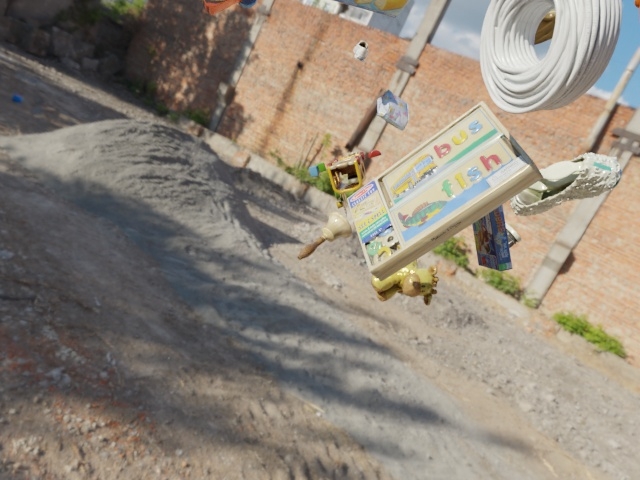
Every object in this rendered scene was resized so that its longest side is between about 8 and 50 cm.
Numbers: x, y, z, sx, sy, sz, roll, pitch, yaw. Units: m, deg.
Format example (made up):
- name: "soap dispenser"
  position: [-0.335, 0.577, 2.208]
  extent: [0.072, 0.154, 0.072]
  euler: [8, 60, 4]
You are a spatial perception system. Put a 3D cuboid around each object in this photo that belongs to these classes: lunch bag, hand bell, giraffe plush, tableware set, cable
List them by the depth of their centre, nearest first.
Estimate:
- name: "cable"
  position: [0.372, -0.347, 0.824]
  extent: [0.089, 0.257, 0.257]
  euler: [-6, 59, -20]
- name: "lunch bag"
  position: [0.175, -0.311, 1.187]
  extent: [0.071, 0.053, 0.083]
  euler: [25, 48, -28]
- name: "tableware set"
  position: [0.059, -0.146, 1.553]
  extent: [0.024, 0.104, 0.154]
  euler: [-15, 30, 11]
- name: "giraffe plush"
  position: [0.291, 0.128, 1.576]
  extent: [0.170, 0.210, 0.181]
  euler: [37, -23, 48]
- name: "hand bell"
  position: [0.000, 0.000, 1.949]
  extent: [0.126, 0.126, 0.242]
  euler: [32, 55, 32]

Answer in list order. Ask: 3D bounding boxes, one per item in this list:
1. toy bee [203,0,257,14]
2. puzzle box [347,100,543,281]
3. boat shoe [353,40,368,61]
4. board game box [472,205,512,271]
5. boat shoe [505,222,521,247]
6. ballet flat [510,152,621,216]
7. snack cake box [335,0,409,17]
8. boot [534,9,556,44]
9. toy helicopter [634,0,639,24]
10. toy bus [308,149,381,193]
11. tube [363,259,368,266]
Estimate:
- name: "toy bee"
  position: [-0.230, -0.796, 1.479]
  extent: [0.298, 0.162, 0.195]
  euler: [-23, 4, -33]
- name: "puzzle box"
  position: [0.256, -0.118, 1.122]
  extent: [0.052, 0.409, 0.272]
  euler: [39, 25, -36]
- name: "boat shoe"
  position: [0.096, -0.438, 1.119]
  extent: [0.035, 0.035, 0.100]
  euler: [23, 30, -6]
- name: "board game box"
  position: [0.422, -0.030, 1.228]
  extent: [0.035, 0.201, 0.136]
  euler: [-10, 4, -2]
- name: "boat shoe"
  position: [0.593, -0.045, 1.686]
  extent: [0.081, 0.068, 0.228]
  euler: [43, 9, -31]
- name: "ballet flat"
  position: [0.679, -0.174, 1.451]
  extent: [0.147, 0.147, 0.409]
  euler: [23, -17, -14]
- name: "snack cake box"
  position: [0.172, -0.845, 1.605]
  extent: [0.264, 0.089, 0.152]
  euler: [4, -15, -24]
- name: "boot"
  position: [0.631, -0.624, 1.379]
  extent: [0.262, 0.095, 0.203]
  euler: [1, 31, 28]
- name: "toy helicopter"
  position: [1.071, -0.812, 1.503]
  extent: [0.140, 0.355, 0.235]
  euler: [17, -32, -37]
- name: "toy bus"
  position: [0.089, -0.204, 1.490]
  extent: [0.202, 0.104, 0.191]
  euler: [-22, 15, -27]
- name: "tube"
  position: [0.267, 0.139, 1.987]
  extent: [0.207, 0.052, 0.080]
  euler: [37, -26, 1]
